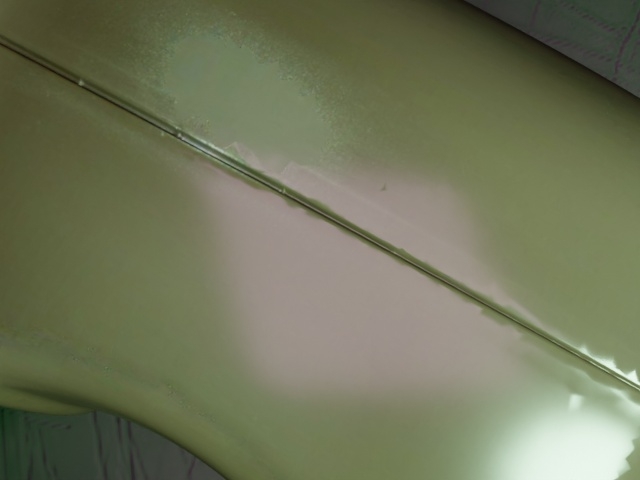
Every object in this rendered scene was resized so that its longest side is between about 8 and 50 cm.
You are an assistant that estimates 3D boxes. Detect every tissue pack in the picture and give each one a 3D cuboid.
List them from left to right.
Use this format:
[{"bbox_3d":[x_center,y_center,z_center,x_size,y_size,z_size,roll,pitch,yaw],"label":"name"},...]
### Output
[{"bbox_3d":[0.000,0.000,0.605,0.387,0.267,0.277,28,90,10],"label":"tissue pack"}]
